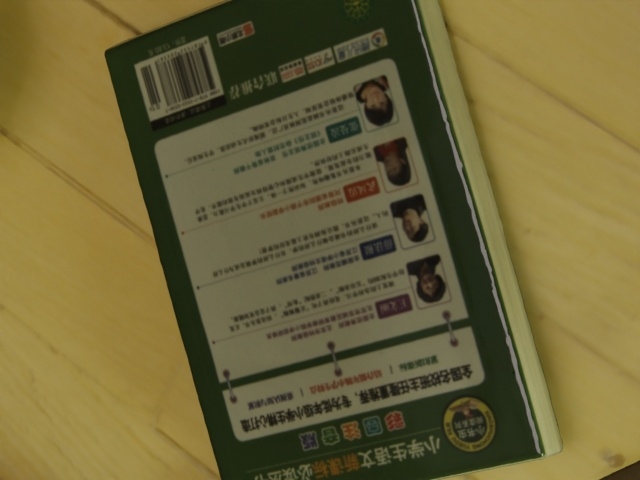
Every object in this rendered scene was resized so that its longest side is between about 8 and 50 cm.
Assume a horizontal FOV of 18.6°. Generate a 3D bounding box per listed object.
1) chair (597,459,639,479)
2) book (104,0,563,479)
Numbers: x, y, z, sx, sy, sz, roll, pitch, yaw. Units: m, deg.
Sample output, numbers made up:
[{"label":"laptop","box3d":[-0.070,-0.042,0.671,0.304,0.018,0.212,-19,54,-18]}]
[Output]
[{"label":"chair","box3d":[0.208,0.109,0.859,0.221,0.104,0.095,-37,63,37]},{"label":"book","box3d":[0.000,0.000,1.000,0.202,0.027,0.264,-17,89,34]}]
